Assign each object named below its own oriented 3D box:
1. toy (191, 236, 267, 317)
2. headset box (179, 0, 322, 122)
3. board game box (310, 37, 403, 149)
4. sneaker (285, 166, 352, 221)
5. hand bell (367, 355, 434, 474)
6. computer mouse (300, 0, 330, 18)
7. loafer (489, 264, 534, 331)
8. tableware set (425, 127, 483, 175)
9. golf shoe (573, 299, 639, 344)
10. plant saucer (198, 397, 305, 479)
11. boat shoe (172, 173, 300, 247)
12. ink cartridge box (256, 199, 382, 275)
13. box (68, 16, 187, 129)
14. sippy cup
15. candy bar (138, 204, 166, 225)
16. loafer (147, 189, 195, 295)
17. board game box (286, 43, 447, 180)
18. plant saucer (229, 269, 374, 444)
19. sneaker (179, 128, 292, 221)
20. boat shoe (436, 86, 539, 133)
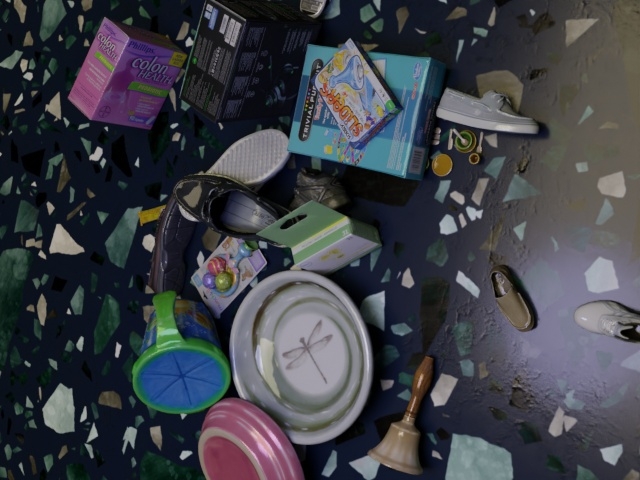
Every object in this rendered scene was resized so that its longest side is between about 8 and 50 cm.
[{"bbox_3d":[-0.250,0.078,1.996,0.237,0.056,0.137,-44,66,25],"label":"toy"},{"bbox_3d":[-0.152,-0.414,1.794,0.131,0.283,0.246,37,122,26],"label":"headset box"},{"bbox_3d":[0.075,-0.316,1.686,0.136,0.035,0.201,-43,64,28],"label":"board game box"},{"bbox_3d":[-0.043,-0.088,1.844,0.227,0.087,0.130,-32,71,26],"label":"sneaker"},{"bbox_3d":[0.197,0.367,1.690,0.126,0.126,0.242,16,87,32],"label":"hand bell"},{"bbox_3d":[0.008,-0.612,1.838,0.106,0.042,0.193,26,98,26],"label":"computer mouse"},{"bbox_3d":[0.380,0.119,1.583,0.056,0.050,0.148,-37,71,28],"label":"loafer"},{"bbox_3d":[0.272,-0.189,1.672,0.154,0.024,0.104,10,96,33],"label":"tableware set"},{"bbox_3d":[0.552,0.154,1.450,0.176,0.086,0.069,10,97,35],"label":"golf shoe"},{"bbox_3d":[-0.181,0.543,1.869,0.332,0.084,0.332,21,123,36],"label":"plant saucer"},{"bbox_3d":[-0.213,-0.073,1.801,0.340,0.113,0.127,27,97,18],"label":"boat shoe"},{"bbox_3d":[0.000,0.000,1.724,0.171,0.235,0.056,-30,60,30],"label":"ink cartridge box"},{"bbox_3d":[-0.509,-0.436,2.073,0.117,0.213,0.243,41,110,27],"label":"box"},{"bbox_3d":[-0.346,0.270,1.942,0.305,0.240,0.224,-59,27,28],"label":"sippy cup"},{"bbox_3d":[-0.445,-0.075,2.147,0.161,0.018,0.040,-13,86,32],"label":"candy bar"},{"bbox_3d":[-0.408,0.004,2.075,0.095,0.109,0.302,18,103,36],"label":"loafer"},{"bbox_3d":[0.096,-0.291,1.743,0.336,0.079,0.254,17,99,37],"label":"board game box"},{"bbox_3d":[-0.032,0.268,1.825,0.400,0.100,0.400,0,90,34],"label":"plant saucer"},{"bbox_3d":[-0.197,-0.157,1.928,0.321,0.127,0.126,-33,76,12],"label":"sneaker"},{"bbox_3d":[0.342,-0.268,1.592,0.227,0.079,0.081,20,105,35],"label":"boat shoe"}]
